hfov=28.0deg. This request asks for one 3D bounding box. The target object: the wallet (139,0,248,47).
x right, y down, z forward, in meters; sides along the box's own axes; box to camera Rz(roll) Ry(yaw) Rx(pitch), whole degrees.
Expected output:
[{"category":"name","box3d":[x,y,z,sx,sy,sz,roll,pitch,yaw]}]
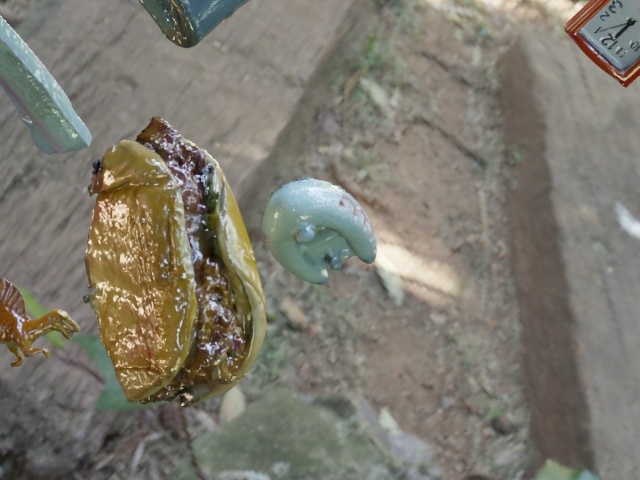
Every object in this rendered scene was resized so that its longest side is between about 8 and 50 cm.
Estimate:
[{"category":"wallet","box3d":[-0.093,-0.411,1.409,0.360,0.083,0.252,-45,111,-24]}]

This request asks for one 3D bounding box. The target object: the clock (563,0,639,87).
[{"category":"clock","box3d":[0.390,-0.279,1.585,0.113,0.155,0.061,41,26,-13]}]

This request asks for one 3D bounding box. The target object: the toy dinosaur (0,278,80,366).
[{"category":"toy dinosaur","box3d":[-0.437,0.098,1.674,0.212,0.142,0.057,41,11,-15]}]

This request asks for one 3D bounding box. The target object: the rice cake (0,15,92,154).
[{"category":"rice cake","box3d":[-0.416,-0.221,1.755,0.290,0.081,0.051,54,16,-43]}]

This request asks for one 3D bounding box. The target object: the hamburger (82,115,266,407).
[{"category":"hamburger","box3d":[-0.155,0.042,1.398,0.155,0.282,0.245,-11,45,-48]}]

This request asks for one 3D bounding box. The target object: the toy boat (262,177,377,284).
[{"category":"toy boat","box3d":[0.000,0.000,1.681,0.207,0.134,0.078,54,19,-54]}]
